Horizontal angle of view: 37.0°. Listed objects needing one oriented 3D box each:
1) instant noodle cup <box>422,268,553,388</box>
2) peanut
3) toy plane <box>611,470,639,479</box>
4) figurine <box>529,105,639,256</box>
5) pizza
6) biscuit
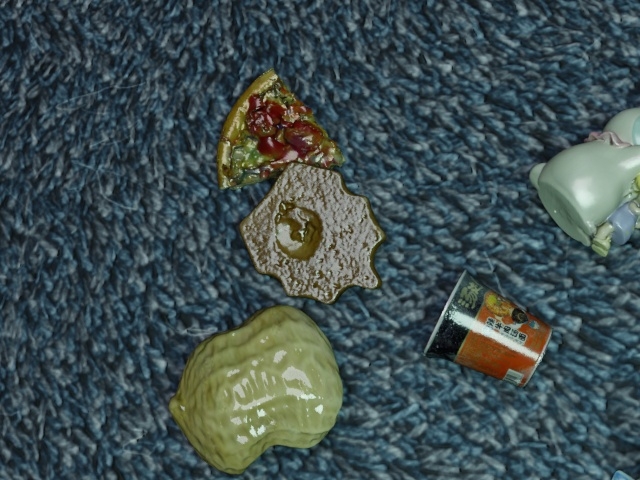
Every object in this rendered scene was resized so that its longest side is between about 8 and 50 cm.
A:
[{"bbox_3d":[0.217,0.120,1.220,0.135,0.127,0.127,26,78,10],"label":"instant noodle cup"},{"bbox_3d":[-0.087,0.197,1.253,0.233,0.110,0.197,-23,69,1],"label":"peanut"},{"bbox_3d":[0.330,0.360,1.091,0.266,0.123,0.267,-18,35,13],"label":"toy plane"},{"bbox_3d":[0.410,-0.102,1.250,0.235,0.127,0.155,-37,50,-6],"label":"figurine"},{"bbox_3d":[-0.053,-0.158,1.396,0.193,0.053,0.201,10,74,14],"label":"pizza"},{"bbox_3d":[0.001,0.000,1.336,0.215,0.034,0.182,40,93,15],"label":"biscuit"}]
